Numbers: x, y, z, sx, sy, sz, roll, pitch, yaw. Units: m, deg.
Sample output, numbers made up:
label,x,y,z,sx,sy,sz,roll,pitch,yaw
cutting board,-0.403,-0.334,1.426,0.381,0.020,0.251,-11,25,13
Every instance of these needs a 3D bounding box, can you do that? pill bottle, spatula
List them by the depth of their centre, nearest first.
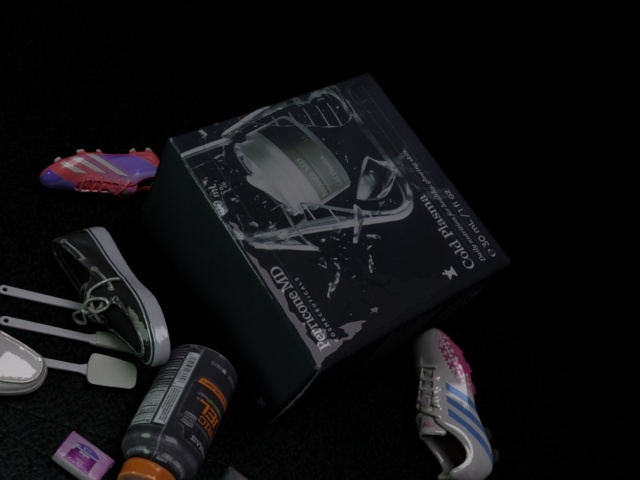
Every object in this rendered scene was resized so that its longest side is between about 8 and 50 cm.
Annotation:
label,x,y,z,sx,sy,sz,roll,pitch,yaw
pill bottle,-0.232,0.296,1.313,0.130,0.130,0.245,33,44,-10
spatula,-0.421,0.157,1.369,0.242,0.019,0.168,16,50,-25

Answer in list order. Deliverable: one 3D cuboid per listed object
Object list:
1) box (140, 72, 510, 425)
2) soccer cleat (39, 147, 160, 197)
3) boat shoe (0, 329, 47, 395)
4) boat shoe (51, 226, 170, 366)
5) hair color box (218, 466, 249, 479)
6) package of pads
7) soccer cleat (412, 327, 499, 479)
label,x,y,z,sx,sy,sz,roll,pitch,yaw
box,0.000,0.000,1.547,0.472,0.297,0.479,-26,73,-32
soccer cleat,-0.405,-0.119,1.561,0.248,0.083,0.095,-13,70,-44
boat shoe,-0.541,0.150,1.227,0.277,0.096,0.098,24,49,-16
boat shoe,-0.359,0.095,1.378,0.105,0.113,0.306,-14,57,-38
hair color box,-0.077,0.448,1.137,0.185,0.374,0.113,37,83,-5
package of pads,-0.363,0.336,1.257,0.083,0.032,0.050,38,42,-4
soccer cleat,0.241,0.322,1.637,0.143,0.116,0.331,0,57,-36
